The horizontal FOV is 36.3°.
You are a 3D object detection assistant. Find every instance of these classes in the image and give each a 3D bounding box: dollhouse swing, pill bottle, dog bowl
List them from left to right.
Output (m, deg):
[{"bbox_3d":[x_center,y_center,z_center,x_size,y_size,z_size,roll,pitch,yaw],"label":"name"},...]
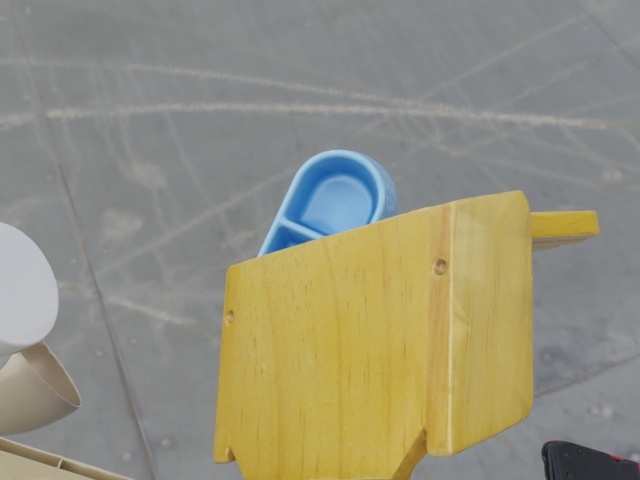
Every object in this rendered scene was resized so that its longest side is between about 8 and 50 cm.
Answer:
[{"bbox_3d":[-0.418,0.089,1.011,0.278,0.162,0.162,-23,29,24],"label":"pill bottle"},{"bbox_3d":[0.000,0.000,1.421,0.166,0.074,0.297,24,84,9],"label":"dog bowl"},{"bbox_3d":[0.113,0.110,1.052,0.347,0.305,0.315,-17,64,47],"label":"dollhouse swing"}]

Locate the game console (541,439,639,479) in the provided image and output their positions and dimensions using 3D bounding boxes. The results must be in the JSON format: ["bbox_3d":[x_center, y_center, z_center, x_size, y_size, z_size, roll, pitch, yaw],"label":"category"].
[{"bbox_3d":[0.450,0.465,1.269,0.342,0.060,0.386,17,44,-14],"label":"game console"}]

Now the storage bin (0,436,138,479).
[{"bbox_3d":[-0.165,0.271,0.683,0.262,0.123,0.260,20,13,-8],"label":"storage bin"}]

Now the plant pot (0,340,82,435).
[{"bbox_3d":[-0.649,0.287,1.982,0.191,0.284,0.284,-39,41,-7],"label":"plant pot"}]
